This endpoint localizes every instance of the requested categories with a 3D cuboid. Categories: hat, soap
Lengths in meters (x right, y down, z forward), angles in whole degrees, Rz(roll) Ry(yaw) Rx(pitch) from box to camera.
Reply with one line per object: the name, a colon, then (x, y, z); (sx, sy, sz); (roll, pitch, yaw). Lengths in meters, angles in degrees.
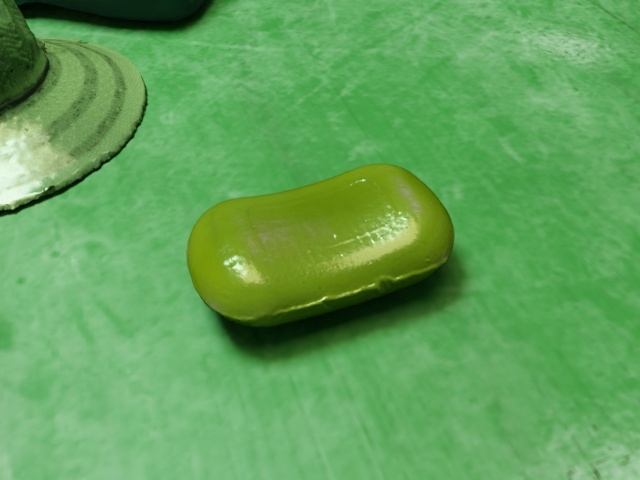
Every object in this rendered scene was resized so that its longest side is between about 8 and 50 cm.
hat: (-0.258, -0.126, 0.478); (0.252, 0.110, 0.252); (-2, 43, 2)
soap: (0.000, 0.001, 0.366); (0.140, 0.045, 0.089); (-15, 47, -12)

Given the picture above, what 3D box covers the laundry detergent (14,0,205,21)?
laundry detergent: (-0.243, -0.275, 0.642); (0.289, 0.094, 0.143); (6, 74, 15)
